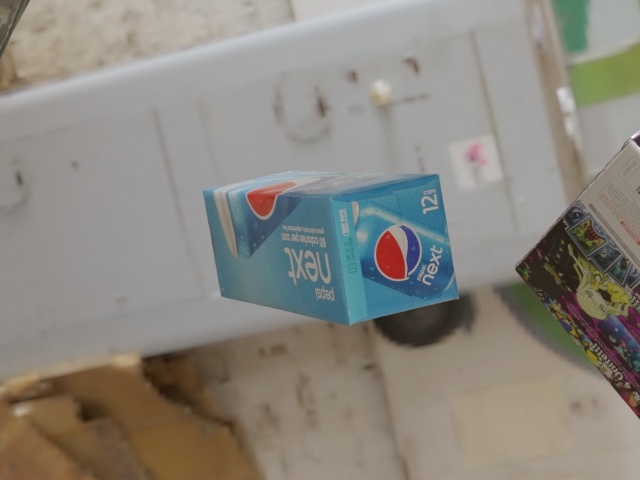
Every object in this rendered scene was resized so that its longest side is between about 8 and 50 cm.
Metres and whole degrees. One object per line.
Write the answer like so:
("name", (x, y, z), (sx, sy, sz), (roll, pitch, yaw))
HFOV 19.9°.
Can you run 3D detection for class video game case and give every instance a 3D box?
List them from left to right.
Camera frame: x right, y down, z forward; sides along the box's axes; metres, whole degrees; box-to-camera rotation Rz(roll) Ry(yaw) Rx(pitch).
("video game case", (0.244, 0.058, 1.176), (0.232, 0.042, 0.210), (51, -26, 10))

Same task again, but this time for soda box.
("soda box", (0.000, 0.000, 1.047), (0.210, 0.067, 0.071), (-174, -107, -67))

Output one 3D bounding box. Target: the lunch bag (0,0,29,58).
("lunch bag", (-0.300, -0.240, 1.067), (0.213, 0.305, 0.256), (-25, 140, -53))
